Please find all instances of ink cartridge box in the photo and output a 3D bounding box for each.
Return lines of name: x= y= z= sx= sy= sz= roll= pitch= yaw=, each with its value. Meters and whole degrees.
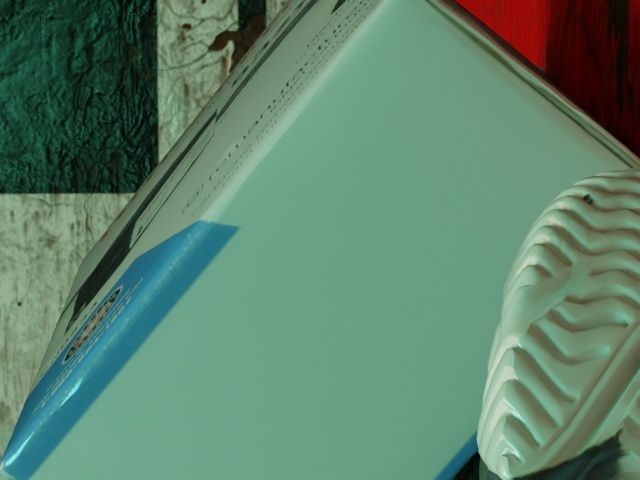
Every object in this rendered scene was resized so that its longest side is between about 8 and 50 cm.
ink cartridge box: x=0.000 y=0.000 z=0.751 sx=0.223 sy=0.129 sz=0.307 roll=-51 pitch=10 yaw=9

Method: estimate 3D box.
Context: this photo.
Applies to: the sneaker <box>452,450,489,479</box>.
sneaker: x=0.054 y=0.071 z=0.922 sx=0.121 sy=0.112 sz=0.299 roll=92 pitch=177 yaw=-49

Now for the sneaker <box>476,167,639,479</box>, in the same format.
sneaker: x=0.078 y=0.112 z=0.464 sx=0.153 sy=0.094 sz=0.235 roll=111 pitch=150 yaw=-60
